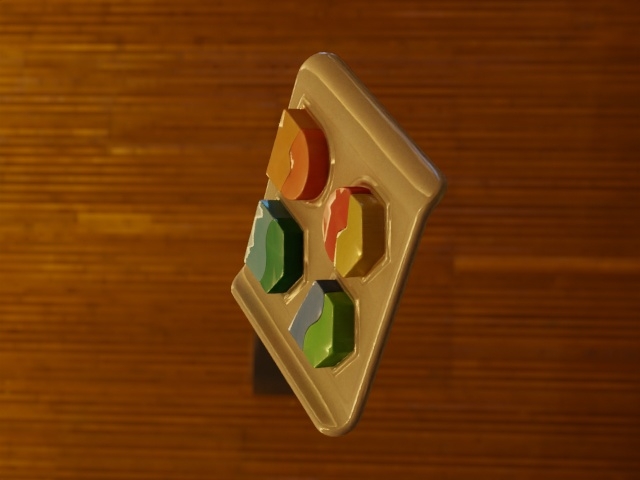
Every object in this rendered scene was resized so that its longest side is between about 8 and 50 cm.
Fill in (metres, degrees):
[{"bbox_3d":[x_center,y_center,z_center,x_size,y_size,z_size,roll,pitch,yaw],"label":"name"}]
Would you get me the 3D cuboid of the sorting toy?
[{"bbox_3d":[0.000,0.000,1.072,0.193,0.038,0.208,54,132,46],"label":"sorting toy"}]
